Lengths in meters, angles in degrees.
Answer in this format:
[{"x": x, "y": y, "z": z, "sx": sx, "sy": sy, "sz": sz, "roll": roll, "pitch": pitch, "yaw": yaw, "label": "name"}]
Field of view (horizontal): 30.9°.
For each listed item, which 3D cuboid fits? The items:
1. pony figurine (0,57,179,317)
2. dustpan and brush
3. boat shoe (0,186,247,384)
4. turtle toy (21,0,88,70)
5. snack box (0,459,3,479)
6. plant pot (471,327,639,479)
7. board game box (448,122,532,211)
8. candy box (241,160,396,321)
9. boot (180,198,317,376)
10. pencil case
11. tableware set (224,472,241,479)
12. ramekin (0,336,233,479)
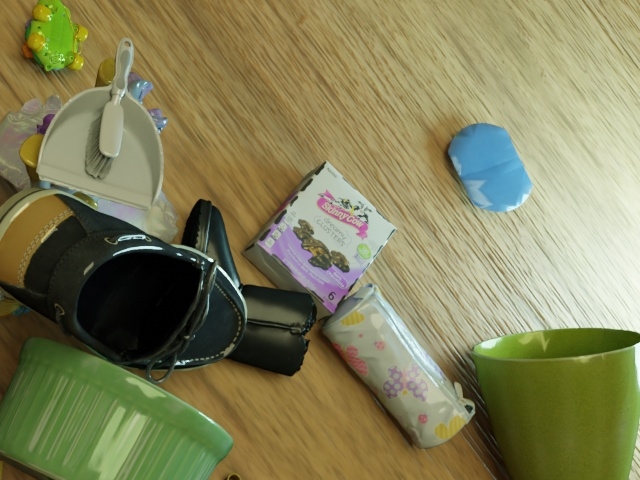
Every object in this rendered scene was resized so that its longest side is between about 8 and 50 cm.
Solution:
[{"x": -0.337, "y": -0.072, "z": 1.571, "sx": 0.303, "sy": 0.363, "sz": 0.351, "roll": 35, "pitch": 46, "yaw": -5, "label": "pony figurine"}, {"x": -0.250, "y": -0.152, "z": 1.388, "sx": 0.147, "sy": 0.060, "sz": 0.211, "roll": 17, "pitch": 50, "yaw": -22, "label": "dustpan and brush"}, {"x": -0.215, "y": 0.082, "z": 1.445, "sx": 0.156, "sy": 0.500, "sz": 0.187, "roll": 30, "pitch": 85, "yaw": 29, "label": "boat shoe"}, {"x": -0.403, "y": -0.309, "z": 1.732, "sx": 0.095, "sy": 0.066, "sz": 0.130, "roll": 26, "pitch": 59, "yaw": -44, "label": "turtle toy"}, {"x": -0.472, "y": 0.311, "z": 1.522, "sx": 0.100, "sy": 0.037, "sz": 0.141, "roll": 10, "pitch": 70, "yaw": -23, "label": "snack box"}, {"x": 0.393, "y": 0.307, "z": 1.861, "sx": 0.275, "sy": 0.275, "sz": 0.293, "roll": -8, "pitch": 95, "yaw": -29, "label": "plant pot"}, {"x": 0.293, "y": -0.124, "z": 2.052, "sx": 0.133, "sy": 0.033, "sz": 0.169, "roll": -20, "pitch": 79, "yaw": -25, "label": "board game box"}, {"x": 0.000, "y": 0.000, "z": 1.840, "sx": 0.165, "sy": 0.070, "sz": 0.196, "roll": 43, "pitch": 61, "yaw": -9, "label": "candy box"}, {"x": -0.110, "y": 0.073, "z": 1.745, "sx": 0.207, "sy": 0.094, "sz": 0.246, "roll": 9, "pitch": 77, "yaw": -21, "label": "boot"}, {"x": 0.121, "y": 0.198, "z": 1.811, "sx": 0.273, "sy": 0.124, "sz": 0.113, "roll": 50, "pitch": 60, "yaw": -4, "label": "pencil case"}, {"x": -0.109, "y": 0.414, "z": 1.684, "sx": 0.104, "sy": 0.024, "sz": 0.154, "roll": -22, "pitch": 85, "yaw": -31, "label": "tableware set"}, {"x": -0.279, "y": 0.260, "z": 1.492, "sx": 0.303, "sy": 0.303, "sz": 0.148, "roll": 31, "pitch": 70, "yaw": -15, "label": "ramekin"}]
